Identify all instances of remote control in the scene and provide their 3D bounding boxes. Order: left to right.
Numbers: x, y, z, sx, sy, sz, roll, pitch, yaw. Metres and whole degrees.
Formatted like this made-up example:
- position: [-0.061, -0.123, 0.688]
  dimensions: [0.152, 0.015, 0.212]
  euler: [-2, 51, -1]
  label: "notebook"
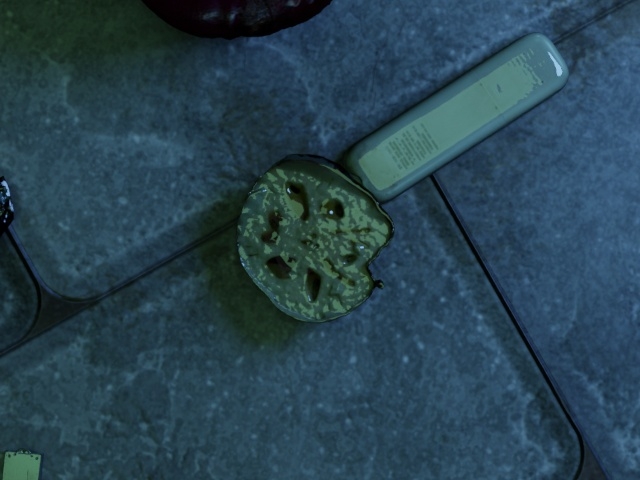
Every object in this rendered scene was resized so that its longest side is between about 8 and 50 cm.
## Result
- position: [0.171, -0.155, 1.967]
  dimensions: [0.309, 0.038, 0.090]
  euler: [-34, 86, -3]
  label: "remote control"

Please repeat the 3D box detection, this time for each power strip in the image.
- position: [-0.375, 0.326, 1.948]
  dimensions: [0.051, 0.019, 0.136]
  euler: [4, 87, -2]
  label: "power strip"

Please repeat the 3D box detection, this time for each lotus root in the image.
- position: [-0.003, -0.003, 1.942]
  dimensions: [0.183, 0.078, 0.203]
  euler: [-40, 84, 9]
  label: "lotus root"

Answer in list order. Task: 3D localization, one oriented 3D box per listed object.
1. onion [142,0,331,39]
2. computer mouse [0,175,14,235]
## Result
- position: [-0.132, -0.401, 1.870]
  dimensions: [0.260, 0.282, 0.337]
  euler: [-17, 101, 1]
  label: "onion"
- position: [-0.479, 0.004, 1.933]
  dimensions: [0.146, 0.077, 0.242]
  euler: [44, 80, -18]
  label: "computer mouse"
